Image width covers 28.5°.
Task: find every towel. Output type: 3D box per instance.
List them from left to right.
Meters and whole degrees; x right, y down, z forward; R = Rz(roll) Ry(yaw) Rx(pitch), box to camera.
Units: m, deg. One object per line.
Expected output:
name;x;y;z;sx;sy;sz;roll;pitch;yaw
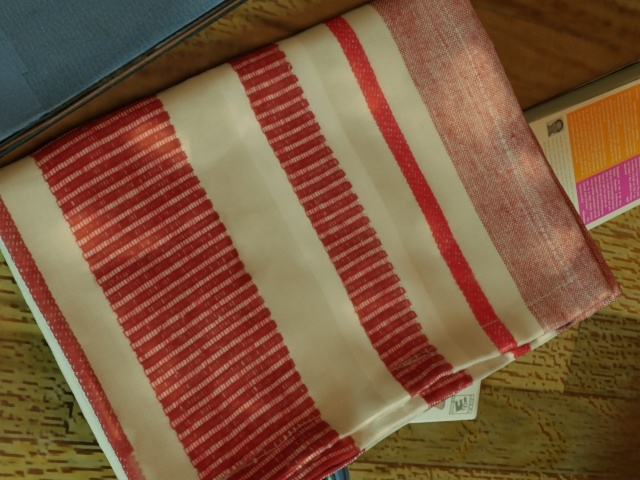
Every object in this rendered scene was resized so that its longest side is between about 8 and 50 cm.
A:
towel;0.000;0.000;0.728;0.329;0.037;0.237;-27;88;-23

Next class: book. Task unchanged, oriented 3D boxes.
book;0.189;-0.058;0.879;0.144;0.035;0.096;-24;114;-24

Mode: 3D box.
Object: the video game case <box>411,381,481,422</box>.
video game case;0.051;0.044;0.826;0.143;0.019;0.157;2;100;-30

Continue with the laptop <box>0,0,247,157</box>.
laptop;-0.124;-0.308;0.468;0.382;0.236;0.408;-34;124;-4

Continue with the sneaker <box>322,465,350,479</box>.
sneaker;-0.032;0.091;0.742;0.069;0.082;0.209;-25;106;-7
